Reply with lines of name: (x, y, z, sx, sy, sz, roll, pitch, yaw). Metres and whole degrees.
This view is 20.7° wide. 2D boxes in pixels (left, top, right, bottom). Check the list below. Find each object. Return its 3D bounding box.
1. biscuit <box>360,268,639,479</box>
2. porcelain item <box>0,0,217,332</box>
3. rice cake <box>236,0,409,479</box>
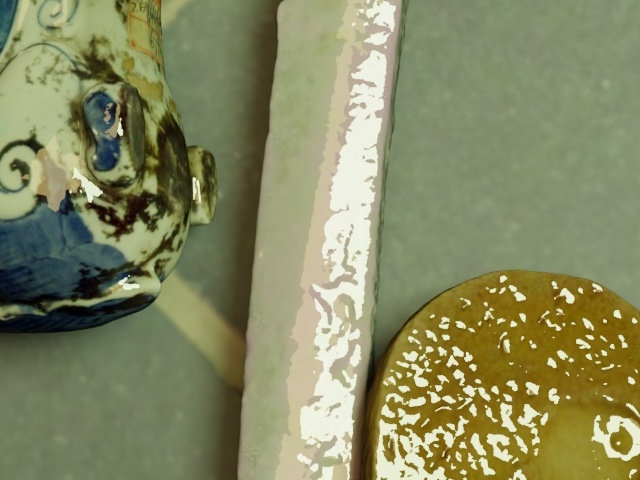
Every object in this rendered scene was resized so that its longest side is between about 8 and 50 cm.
biscuit: (0.097, 0.118, 0.841, 0.181, 0.049, 0.208, 16, 69, -9)
porcelain item: (-0.157, -0.095, 0.868, 0.186, 0.138, 0.288, -8, 79, 14)
rice cake: (0.000, 0.000, 0.878, 0.072, 0.056, 0.365, 5, 81, 7)
